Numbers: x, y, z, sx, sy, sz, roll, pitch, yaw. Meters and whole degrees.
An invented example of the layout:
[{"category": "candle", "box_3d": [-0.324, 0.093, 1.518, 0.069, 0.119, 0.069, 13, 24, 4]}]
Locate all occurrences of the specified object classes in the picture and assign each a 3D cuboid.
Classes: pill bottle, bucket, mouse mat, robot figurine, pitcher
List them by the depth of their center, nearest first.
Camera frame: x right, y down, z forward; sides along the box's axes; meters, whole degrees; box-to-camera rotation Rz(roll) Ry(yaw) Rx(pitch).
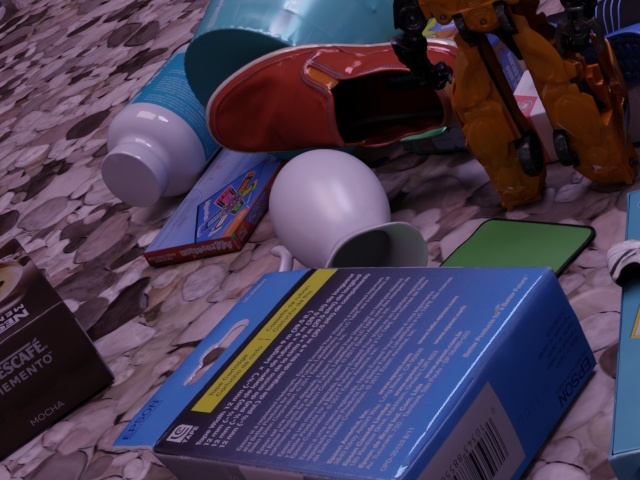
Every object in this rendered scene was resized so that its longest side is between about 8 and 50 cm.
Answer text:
[{"category": "mouse mat", "box_3d": [0.161, 0.039, 1.264, 0.189, 0.007, 0.152, -42, 29, -27]}, {"category": "robot figurine", "box_3d": [0.195, -0.170, 1.282, 0.211, 0.291, 0.085, -12, 31, 30]}, {"category": "pitcher", "box_3d": [0.000, 0.000, 1.378, 0.178, 0.125, 0.207, -35, 34, 1]}, {"category": "bucket", "box_3d": [-0.025, -0.239, 1.626, 0.281, 0.281, 0.183, -2, 49, 44]}, {"category": "pill bottle", "box_3d": [-0.205, -0.159, 1.838, 0.146, 0.146, 0.264, -10, 31, 34]}]

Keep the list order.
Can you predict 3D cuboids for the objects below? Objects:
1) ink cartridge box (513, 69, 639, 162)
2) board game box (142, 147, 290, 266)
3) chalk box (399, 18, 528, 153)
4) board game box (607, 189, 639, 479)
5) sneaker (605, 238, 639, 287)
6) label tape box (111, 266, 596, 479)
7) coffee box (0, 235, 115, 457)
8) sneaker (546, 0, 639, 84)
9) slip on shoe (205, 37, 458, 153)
[{"category": "ink cartridge box", "box_3d": [0.305, -0.152, 1.395, 0.198, 0.067, 0.115, -12, 31, 35]}, {"category": "board game box", "box_3d": [-0.111, -0.069, 1.716, 0.145, 0.027, 0.281, -12, 30, 34]}, {"category": "chalk box", "box_3d": [0.161, -0.191, 1.538, 0.132, 0.132, 0.213, -3, 36, 43]}, {"category": "board game box", "box_3d": [0.354, 0.049, 0.964, 0.254, 0.079, 0.336, -17, 28, 26]}, {"category": "sneaker", "box_3d": [0.262, 0.014, 1.005, 0.083, 0.032, 0.037, -23, 39, 25]}, {"category": "label tape box", "box_3d": [0.020, 0.139, 1.110, 0.347, 0.115, 0.249, -4, 35, 46]}, {"category": "coffee box", "box_3d": [-0.375, 0.117, 1.539, 0.168, 0.119, 0.297, -35, 26, -13]}, {"category": "sneaker", "box_3d": [0.302, -0.208, 1.325, 0.090, 0.081, 0.232, -37, 24, -18]}, {"category": "slip on shoe", "box_3d": [0.013, -0.152, 1.440, 0.331, 0.123, 0.101, -5, 29, 25]}]
